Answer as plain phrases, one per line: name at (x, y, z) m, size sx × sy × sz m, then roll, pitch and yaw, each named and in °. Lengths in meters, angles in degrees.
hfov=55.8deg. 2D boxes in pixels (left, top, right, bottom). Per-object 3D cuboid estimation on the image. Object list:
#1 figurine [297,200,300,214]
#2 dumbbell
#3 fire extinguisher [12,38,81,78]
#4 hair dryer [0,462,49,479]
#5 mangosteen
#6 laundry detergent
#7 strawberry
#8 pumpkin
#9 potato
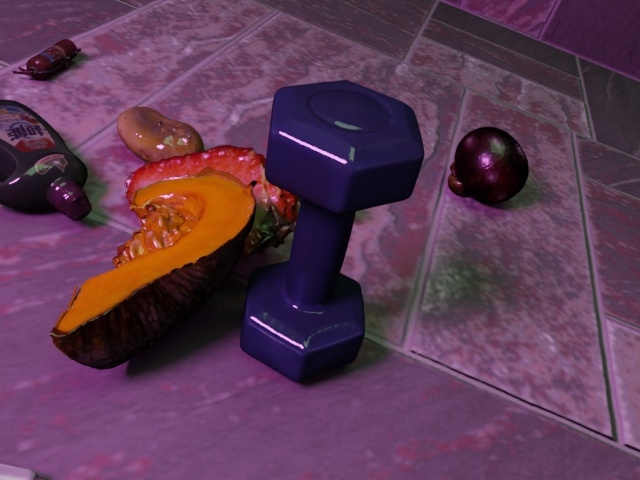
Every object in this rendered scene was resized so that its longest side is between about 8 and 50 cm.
figurine at (-0.037, -0.086, 0.945) m, size 0.187 × 0.083 × 0.083 m, roll 27°, pitch 36°, yaw 24°
dumbbell at (0.000, 0.000, 0.640) m, size 0.160 × 0.325 × 0.144 m, roll -15°, pitch 46°, yaw -30°
fire extinguisher at (-0.465, -0.306, 1.037) m, size 0.056 × 0.039 × 0.132 m, roll 12°, pitch 37°, yaw 3°
hair dryer at (-0.297, 0.183, 0.515) m, size 0.183 × 0.044 × 0.155 m, roll 10°, pitch 39°, yaw -23°
mangosteen at (0.306, -0.134, 1.124) m, size 0.152 × 0.152 × 0.152 m, roll 13°, pitch 38°, yaw -10°
laundry detergent at (-0.386, -0.094, 0.781) m, size 0.221 × 0.078 × 0.144 m, roll 41°, pitch 43°, yaw 21°
strawberry at (-0.133, -0.042, 0.825) m, size 0.175 × 0.107 × 0.236 m, roll -45°, pitch 62°, yaw -9°
pumpkin at (-0.144, 0.034, 0.658) m, size 0.163 × 0.111 × 0.278 m, roll -9°, pitch 35°, yaw 12°
potato at (-0.244, -0.153, 0.924) m, size 0.138 × 0.070 × 0.091 m, roll 27°, pitch 42°, yaw 10°
